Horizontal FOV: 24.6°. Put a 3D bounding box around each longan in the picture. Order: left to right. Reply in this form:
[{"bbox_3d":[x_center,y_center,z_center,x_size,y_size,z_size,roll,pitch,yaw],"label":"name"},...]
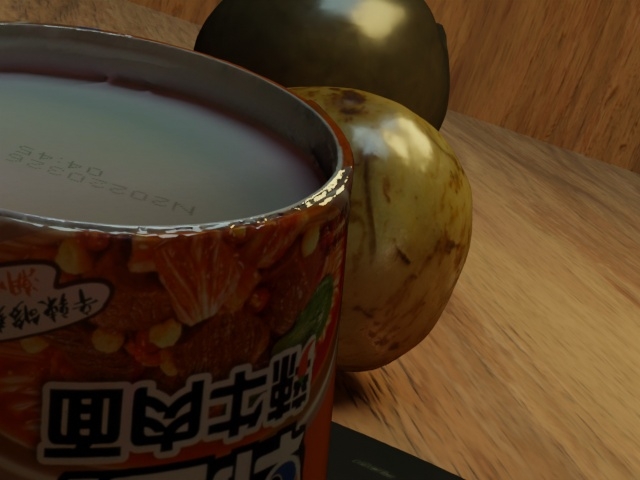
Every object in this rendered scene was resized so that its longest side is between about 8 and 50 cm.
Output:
[{"bbox_3d":[0.002,-0.173,1.619,0.288,0.288,0.350,25,2,21],"label":"longan"}]

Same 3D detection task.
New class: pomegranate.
[{"bbox_3d":[0.000,0.000,1.035,0.215,0.215,0.215,19,12,-4],"label":"pomegranate"}]

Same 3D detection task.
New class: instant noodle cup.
[{"bbox_3d":[-0.099,0.038,0.556,0.250,0.192,0.250,10,24,-4],"label":"instant noodle cup"}]

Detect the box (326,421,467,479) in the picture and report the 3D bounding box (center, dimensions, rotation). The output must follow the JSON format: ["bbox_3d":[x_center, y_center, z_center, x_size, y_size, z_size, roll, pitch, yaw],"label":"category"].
[{"bbox_3d":[0.027,0.142,0.842,0.126,0.027,0.125,22,10,15],"label":"box"}]
